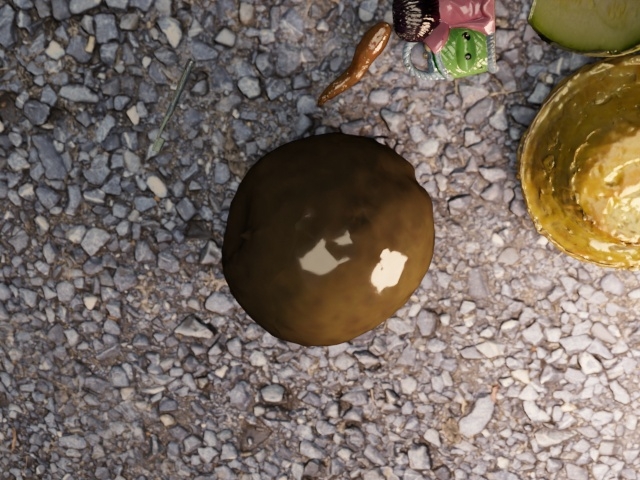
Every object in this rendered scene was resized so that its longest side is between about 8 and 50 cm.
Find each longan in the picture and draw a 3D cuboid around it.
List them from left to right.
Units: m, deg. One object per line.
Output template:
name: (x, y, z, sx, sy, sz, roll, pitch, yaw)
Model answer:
longan: (0.001, 0.000, 1.495, 0.436, 0.404, 0.404, -35, 100, 20)

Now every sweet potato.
sweet potato: (0.069, -0.348, 1.550, 0.050, 0.050, 0.214, 39, 114, -5)

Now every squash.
squash: (0.491, -0.421, 1.314, 0.210, 0.309, 0.233, 19, 111, 3)

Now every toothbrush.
toothbrush: (-0.313, -0.283, 1.649, 0.019, 0.016, 0.219, 26, 111, -2)

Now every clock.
clock: (0.236, -0.401, 1.477, 0.195, 0.100, 0.194, 0, 110, 11)

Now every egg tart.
egg tart: (0.594, -0.133, 1.467, 0.443, 0.178, 0.443, 4, 110, 10)
